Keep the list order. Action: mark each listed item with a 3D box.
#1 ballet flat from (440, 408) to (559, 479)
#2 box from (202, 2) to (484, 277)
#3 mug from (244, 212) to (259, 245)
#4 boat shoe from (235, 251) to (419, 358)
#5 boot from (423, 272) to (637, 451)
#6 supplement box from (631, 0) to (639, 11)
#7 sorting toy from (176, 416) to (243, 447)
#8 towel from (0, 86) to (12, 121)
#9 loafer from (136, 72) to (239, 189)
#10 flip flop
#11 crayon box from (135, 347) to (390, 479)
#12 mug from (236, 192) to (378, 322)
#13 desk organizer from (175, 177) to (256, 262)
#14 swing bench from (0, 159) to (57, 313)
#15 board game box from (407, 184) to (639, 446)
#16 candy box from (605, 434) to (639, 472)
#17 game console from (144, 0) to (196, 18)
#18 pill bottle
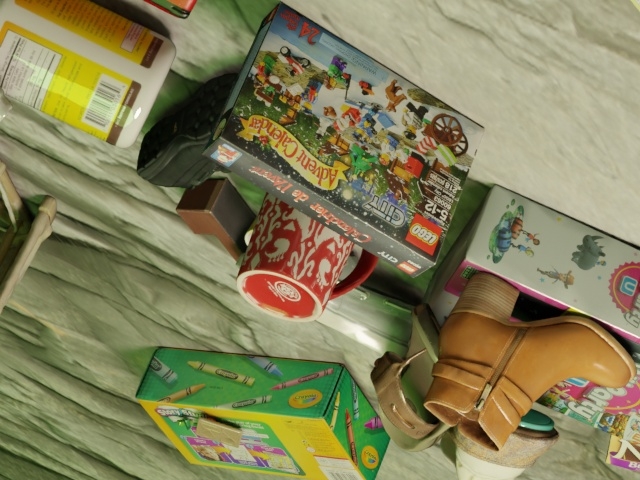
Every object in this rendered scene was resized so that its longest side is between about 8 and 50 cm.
[{"bbox_3d":[0.177,0.208,2.127,0.107,0.106,0.316,14,-174,-9],"label":"ballet flat"},{"bbox_3d":[0.025,-0.091,1.822,0.233,0.159,0.044,30,150,-15],"label":"box"},{"bbox_3d":[-0.035,-0.020,2.076,0.062,0.064,0.078,36,146,-22],"label":"mug"},{"bbox_3d":[0.016,0.051,2.153,0.227,0.081,0.079,28,180,-22],"label":"boat shoe"},{"bbox_3d":[0.197,0.137,1.899,0.197,0.152,0.073,26,150,-4],"label":"boot"},{"bbox_3d":[0.264,-0.225,1.517,0.056,0.083,0.083,-9,139,42],"label":"supplement box"},{"bbox_3d":[-0.137,0.230,2.443,0.083,0.012,0.062,18,155,1],"label":"sorting toy"},{"bbox_3d":[-0.471,-0.199,1.928,0.374,0.090,0.320,46,154,-5],"label":"towel"},{"bbox_3d":[-0.104,-0.106,1.980,0.078,0.076,0.223,21,153,-26],"label":"loafer"},{"bbox_3d":[0.089,0.155,2.044,0.080,0.112,0.277,-19,162,-17],"label":"flip flop"},{"bbox_3d":[-0.072,0.220,2.481,0.278,0.081,0.165,4,146,30],"label":"crayon box"},{"bbox_3d":[0.002,-0.004,1.970,0.150,0.169,0.113,30,149,-14],"label":"mug"},{"bbox_3d":[-0.100,-0.011,2.153,0.050,0.047,0.130,3,146,34],"label":"desk organizer"},{"bbox_3d":[-0.428,0.024,2.218,0.165,0.253,0.255,0,145,33],"label":"swing bench"},{"bbox_3d":[0.267,0.089,2.025,0.303,0.097,0.224,23,152,-2],"label":"board game box"},{"bbox_3d":[0.415,0.228,2.201,0.186,0.053,0.109,15,150,10],"label":"candy box"},{"bbox_3d":[-0.170,-0.268,1.809,0.144,0.085,0.124,26,119,-9],"label":"game console"},{"bbox_3d":[-0.255,-0.182,1.901,0.215,0.117,0.117,26,151,-6],"label":"pill bottle"}]
